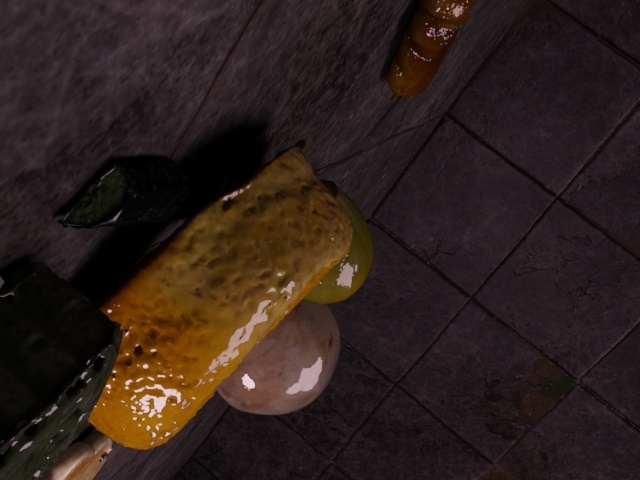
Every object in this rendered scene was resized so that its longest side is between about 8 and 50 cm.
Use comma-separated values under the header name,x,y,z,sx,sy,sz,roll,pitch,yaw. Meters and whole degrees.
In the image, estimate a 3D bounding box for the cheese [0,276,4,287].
name,x,y,z,sx,sy,sz,roll,pitch,yaw
cheese,-0.251,0.011,0.446,0.092,0.048,0.171,-49,172,-22

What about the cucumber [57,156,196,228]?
name,x,y,z,sx,sy,sz,roll,pitch,yaw
cucumber,-0.168,-0.046,0.715,0.070,0.046,0.220,-60,173,12

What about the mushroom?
name,x,y,z,sx,sy,sz,roll,pitch,yaw
mushroom,-0.112,0.218,1.557,0.297,0.297,0.290,-50,-160,-11

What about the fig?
name,x,y,z,sx,sy,sz,roll,pitch,yaw
fig,-0.008,0.003,1.381,0.207,0.230,0.207,-22,-151,13

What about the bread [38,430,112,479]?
name,x,y,z,sx,sy,sz,roll,pitch,yaw
bread,-0.475,0.454,1.238,0.316,0.054,0.316,-51,174,-8

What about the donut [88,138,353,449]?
name,x,y,z,sx,sy,sz,roll,pitch,yaw
donut,-0.119,0.068,0.914,0.377,0.163,0.435,-46,177,39

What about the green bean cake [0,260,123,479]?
name,x,y,z,sx,sy,sz,roll,pitch,yaw
green bean cake,-0.302,0.170,0.624,0.241,0.132,0.255,-48,174,-49

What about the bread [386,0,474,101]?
name,x,y,z,sx,sy,sz,roll,pitch,yaw
bread,0.182,-0.336,1.259,0.124,0.084,0.344,-48,172,-24
